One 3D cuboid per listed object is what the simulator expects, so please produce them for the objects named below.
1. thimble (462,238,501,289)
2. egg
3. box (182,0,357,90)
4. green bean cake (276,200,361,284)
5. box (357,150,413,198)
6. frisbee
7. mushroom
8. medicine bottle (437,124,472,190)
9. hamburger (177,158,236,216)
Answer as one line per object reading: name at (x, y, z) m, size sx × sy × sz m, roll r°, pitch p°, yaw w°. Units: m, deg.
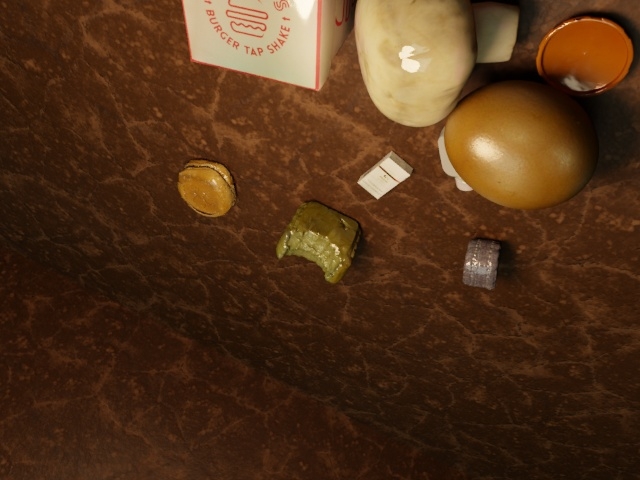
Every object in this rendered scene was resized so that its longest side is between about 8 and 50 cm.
thimble at (0.487, 0.067, 1.752) m, size 0.098 × 0.150 × 0.150 m, roll 9°, pitch 139°, yaw 19°
egg at (0.453, -0.216, 1.328) m, size 0.351 × 0.282 × 0.282 m, roll 16°, pitch 143°, yaw -7°
box at (-0.094, -0.555, 1.234) m, size 0.314 × 0.300 × 0.312 m, roll 16°, pitch 141°, yaw 11°
green bean cake at (0.000, 0.000, 1.883) m, size 0.236 × 0.233 × 0.124 m, roll 26°, pitch 136°, yaw -1°
box at (0.188, -0.189, 1.709) m, size 0.084 × 0.040 × 0.154 m, roll 39°, pitch 139°, yaw -12°
frisbee at (0.568, -0.397, 1.258) m, size 0.192 × 0.035 × 0.192 m, roll 16°, pitch 141°, yaw 14°
mushroom at (0.221, -0.400, 1.217) m, size 0.353 × 0.325 × 0.353 m, roll 14°, pitch 133°, yaw 16°
medicine bottle at (0.381, -0.220, 1.541) m, size 0.119 × 0.069 × 0.183 m, roll 2°, pitch 135°, yaw 26°
hamburger at (-0.383, -0.177, 1.997) m, size 0.214 × 0.108 × 0.213 m, roll 15°, pitch 136°, yaw 15°
